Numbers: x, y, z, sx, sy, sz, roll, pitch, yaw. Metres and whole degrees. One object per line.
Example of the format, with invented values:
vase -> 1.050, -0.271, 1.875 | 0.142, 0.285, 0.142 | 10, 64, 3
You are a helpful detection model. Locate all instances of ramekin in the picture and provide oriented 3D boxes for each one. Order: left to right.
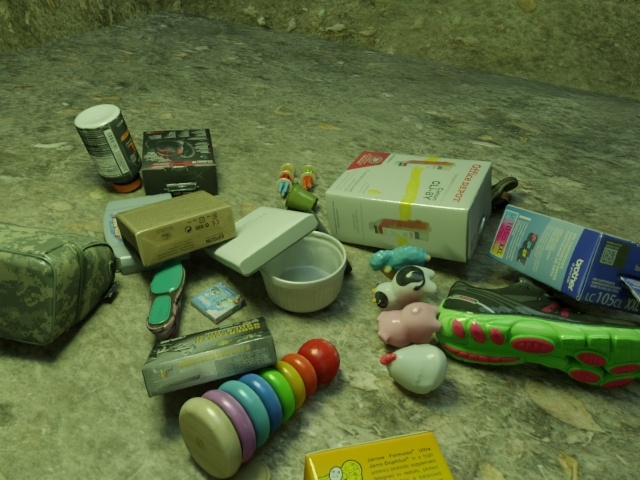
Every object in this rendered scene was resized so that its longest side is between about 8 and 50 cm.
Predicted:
ramekin -> -0.040, 0.077, 1.228 | 0.206, 0.109, 0.207 | -1, 35, 1

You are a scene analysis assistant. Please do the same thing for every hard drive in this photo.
hard drive -> -0.156, -0.010, 1.249 | 0.203, 0.040, 0.307 | -35, 22, -19

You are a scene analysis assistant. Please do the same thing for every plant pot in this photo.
plant pot -> -0.051, -0.120, 1.542 | 0.079, 0.083, 0.083 | 25, 40, 9

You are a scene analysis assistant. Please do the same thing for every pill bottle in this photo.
pill bottle -> -0.607, -0.260, 1.519 | 0.130, 0.246, 0.131 | -4, 44, 4

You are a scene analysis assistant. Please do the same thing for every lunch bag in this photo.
lunch bag -> -0.623, 0.065, 1.111 | 0.304, 0.213, 0.256 | 10, 20, 3

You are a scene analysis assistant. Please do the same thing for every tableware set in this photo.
tableware set -> -0.124, 0.431, 0.822 | 0.140, 0.020, 0.169 | -15, 39, -26

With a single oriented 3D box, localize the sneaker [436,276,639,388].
sneaker -> 0.492, 0.170, 1.096 | 0.481, 0.185, 0.202 | 11, 45, 7

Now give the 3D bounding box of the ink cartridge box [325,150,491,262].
ink cartridge box -> 0.247, -0.107, 1.413 | 0.384, 0.161, 0.279 | 10, 37, 26

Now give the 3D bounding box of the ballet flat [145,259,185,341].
ballet flat -> -0.340, 0.138, 1.149 | 0.076, 0.079, 0.222 | -7, 37, -4

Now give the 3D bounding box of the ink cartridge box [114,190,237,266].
ink cartridge box -> -0.350, -0.037, 1.256 | 0.234, 0.088, 0.193 | -20, 25, -27

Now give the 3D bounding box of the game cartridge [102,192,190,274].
game cartridge -> -0.475, -0.028, 1.387 | 0.197, 0.062, 0.297 | -8, 38, -23

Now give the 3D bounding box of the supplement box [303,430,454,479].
supplement box -> 0.104, 0.463, 0.653 | 0.195, 0.194, 0.357 | -5, 37, -13

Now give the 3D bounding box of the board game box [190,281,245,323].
board game box -> -0.237, 0.142, 1.203 | 0.090, 0.020, 0.090 | 29, 44, 30

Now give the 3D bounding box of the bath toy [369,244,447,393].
bath toy -> 0.176, 0.166, 1.118 | 0.128, 0.152, 0.349 | 12, 42, -11

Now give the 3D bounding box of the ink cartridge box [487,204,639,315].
ink cartridge box -> 0.603, 0.048, 1.148 | 0.269, 0.151, 0.395 | 13, 9, -16

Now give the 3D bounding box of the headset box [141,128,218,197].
headset box -> -0.442, -0.238, 1.627 | 0.217, 0.110, 0.293 | -6, 37, -14

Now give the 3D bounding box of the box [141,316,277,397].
box -> -0.206, 0.213, 0.983 | 0.230, 0.056, 0.183 | -13, 4, -9

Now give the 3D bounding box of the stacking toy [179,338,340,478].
stacking toy -> -0.088, 0.277, 0.953 | 0.141, 0.141, 0.330 | 29, 35, 30

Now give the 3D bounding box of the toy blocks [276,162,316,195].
toy blocks -> -0.076, -0.185, 1.640 | 0.123, 0.054, 0.148 | 5, 36, 1

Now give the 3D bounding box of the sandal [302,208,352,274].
sandal -> 0.000, 0.000, 1.371 | 0.054, 0.097, 0.255 | -32, 43, -3

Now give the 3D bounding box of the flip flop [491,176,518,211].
flip flop -> 0.536, -0.126, 1.593 | 0.277, 0.112, 0.080 | -28, 85, -50
